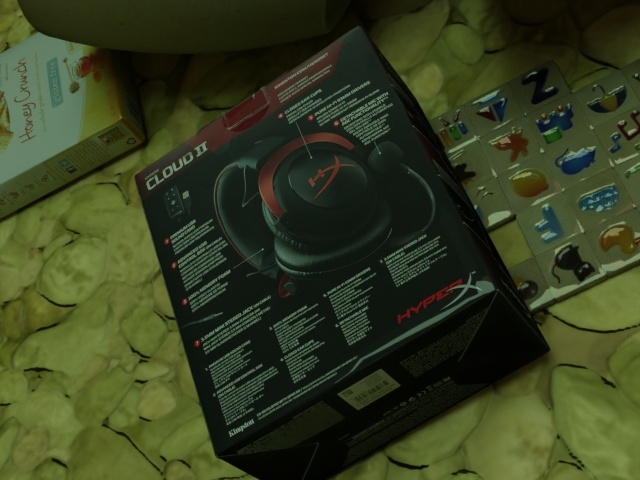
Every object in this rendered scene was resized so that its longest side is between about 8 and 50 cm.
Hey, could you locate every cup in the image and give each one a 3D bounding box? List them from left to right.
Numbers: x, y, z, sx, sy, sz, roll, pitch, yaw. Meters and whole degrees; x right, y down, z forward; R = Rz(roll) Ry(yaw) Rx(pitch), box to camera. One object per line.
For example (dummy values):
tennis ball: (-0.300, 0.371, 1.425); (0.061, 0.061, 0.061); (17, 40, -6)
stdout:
cup: (-0.075, -0.292, 0.966); (0.237, 0.331, 0.331); (20, 70, 6)

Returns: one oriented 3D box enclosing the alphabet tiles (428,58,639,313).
alphabet tiles: (0.174, -0.050, 0.850); (0.237, 0.009, 0.198); (-26, 53, 11)

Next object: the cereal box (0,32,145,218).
cereal box: (-0.290, -0.113, 1.105); (0.240, 0.047, 0.173); (-26, 53, 11)

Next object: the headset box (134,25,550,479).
headset box: (0.000, 0.000, 0.839); (0.218, 0.110, 0.293); (-32, 52, 12)
